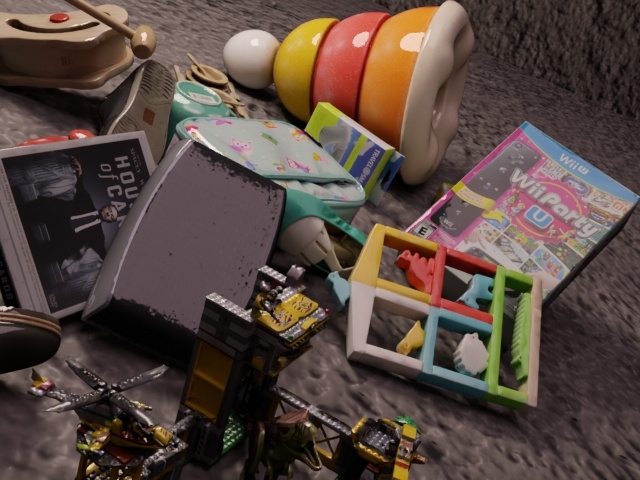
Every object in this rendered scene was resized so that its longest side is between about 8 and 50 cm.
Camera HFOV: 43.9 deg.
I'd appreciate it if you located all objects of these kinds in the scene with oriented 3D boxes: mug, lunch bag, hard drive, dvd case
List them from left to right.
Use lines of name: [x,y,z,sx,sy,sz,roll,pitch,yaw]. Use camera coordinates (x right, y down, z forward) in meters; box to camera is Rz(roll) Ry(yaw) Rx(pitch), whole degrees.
dvd case: [-0.252,-0.020,0.856,0.239,0.029,0.179,-22,97,-56]
mug: [-0.202,-0.194,1.253,0.129,0.097,0.158,29,27,4]
hard drive: [-0.134,0.008,0.876,0.172,0.054,0.254,28,54,-11]
lunch bag: [-0.073,-0.085,1.165,0.279,0.108,0.224,-6,41,-47]

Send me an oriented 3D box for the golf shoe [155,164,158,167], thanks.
golf shoe: [-0.180,-0.037,0.998,0.198,0.077,0.094,30,0,25]

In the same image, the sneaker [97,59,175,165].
sneaker: [-0.283,-0.149,1.142,0.083,0.118,0.222,38,48,-31]

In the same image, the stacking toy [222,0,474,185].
stacking toy: [0.034,-0.324,1.561,0.480,0.350,0.350,16,23,17]

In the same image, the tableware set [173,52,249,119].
tableware set: [-0.200,-0.288,1.488,0.128,0.039,0.194,12,30,-27]

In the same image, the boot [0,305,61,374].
boot: [-0.299,0.129,0.635,0.198,0.077,0.137,-7,45,-28]

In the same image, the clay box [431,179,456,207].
clay box: [0.268,-0.030,1.438,0.127,0.053,0.222,25,26,-5]

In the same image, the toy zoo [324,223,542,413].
toy zoo: [0.147,0.092,1.028,0.293,0.030,0.192,19,57,-9]

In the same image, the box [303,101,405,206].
box: [0.047,-0.150,1.388,0.178,0.109,0.042,38,25,21]

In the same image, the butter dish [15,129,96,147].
butter dish: [-0.294,-0.076,0.938,0.160,0.118,0.160,38,29,20]

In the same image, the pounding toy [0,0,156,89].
pounding toy: [-0.369,-0.324,1.185,0.269,0.155,0.154,3,37,2]

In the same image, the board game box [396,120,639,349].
board game box: [0.301,-0.015,1.221,0.224,0.097,0.303,39,65,22]

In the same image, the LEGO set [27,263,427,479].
LEGO set: [-0.045,0.151,0.648,0.255,0.192,0.331,31,28,28]

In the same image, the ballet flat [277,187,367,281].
ballet flat: [0.000,0.000,1.056,0.247,0.083,0.087,26,26,-51]
